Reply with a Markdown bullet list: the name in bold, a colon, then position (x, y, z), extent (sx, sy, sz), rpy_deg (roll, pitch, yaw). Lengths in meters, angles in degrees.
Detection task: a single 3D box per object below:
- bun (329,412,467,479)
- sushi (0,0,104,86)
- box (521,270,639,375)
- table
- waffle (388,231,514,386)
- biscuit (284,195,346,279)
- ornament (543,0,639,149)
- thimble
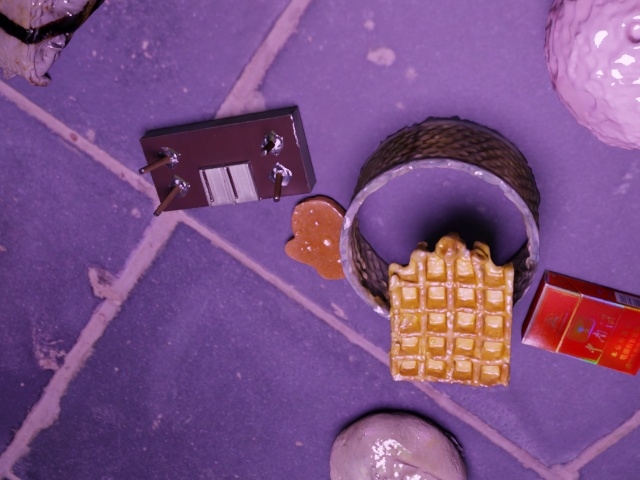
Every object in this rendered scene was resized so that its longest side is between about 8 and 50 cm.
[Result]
- **bun**: position (0.124, 0.401, 1.243), extent (0.239, 0.141, 0.239), rpy_deg (5, 121, 9)
- **sushi**: position (-0.406, -0.311, 1.011), extent (0.134, 0.109, 0.273), rpy_deg (41, 119, -10)
- **box**: position (0.396, 0.121, 1.083), extent (0.175, 0.048, 0.112), rpy_deg (15, 120, 5)
- **table**: position (-0.143, -0.101, 1.059), extent (0.240, 0.111, 0.122), rpy_deg (-7, 116, 17)
- **waffle**: position (0.163, 0.086, 0.942), extent (0.160, 0.055, 0.211), rpy_deg (0, 118, 13)
- **biscuit**: position (0.000, -0.001, 1.128), extent (0.118, 0.023, 0.140), rpy_deg (-15, 113, 21)
- **ornament**: position (0.379, -0.222, 0.805), extent (0.259, 0.225, 0.260), rpy_deg (6, 119, 11)
- **thimble**: position (0.167, -0.017, 1.007), extent (0.270, 0.150, 0.271), rpy_deg (6, 119, 11)
